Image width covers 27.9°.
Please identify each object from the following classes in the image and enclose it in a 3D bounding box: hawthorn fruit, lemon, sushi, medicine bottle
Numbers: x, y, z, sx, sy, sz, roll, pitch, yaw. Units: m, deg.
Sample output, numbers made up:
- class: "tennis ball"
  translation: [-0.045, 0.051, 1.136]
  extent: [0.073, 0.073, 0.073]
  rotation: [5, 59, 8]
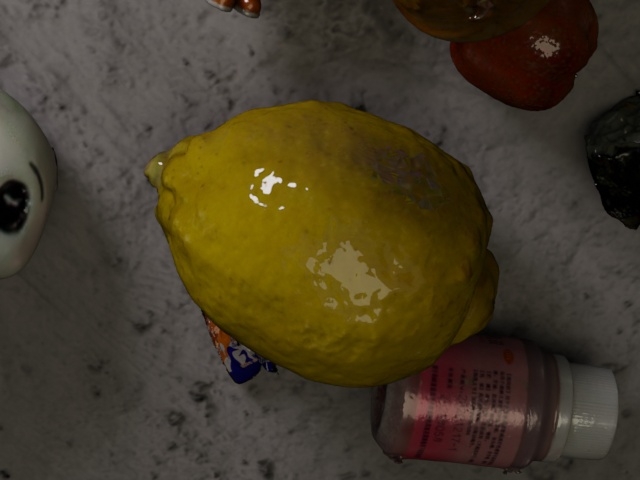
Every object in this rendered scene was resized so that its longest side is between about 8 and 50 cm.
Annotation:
- class: "hawthorn fruit"
  translation: [0.192, -0.193, 1.236]
  extent: [0.138, 0.133, 0.133]
  rotation: [29, 109, 3]
- class: "lemon"
  translation: [0.007, 0.004, 1.235]
  extent: [0.316, 0.285, 0.285]
  rotation: [-1, 114, 20]
- class: "sushi"
  translation: [0.375, -0.097, 1.281]
  extent: [0.212, 0.147, 0.115]
  rotation: [-20, 119, 24]
- class: "medicine bottle"
  translation: [0.183, 0.171, 1.370]
  extent: [0.247, 0.147, 0.147]
  rotation: [7, 112, -6]

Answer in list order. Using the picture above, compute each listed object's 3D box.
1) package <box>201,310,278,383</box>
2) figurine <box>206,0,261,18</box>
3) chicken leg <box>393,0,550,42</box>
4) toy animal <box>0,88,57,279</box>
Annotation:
- class: "package"
  translation: [-0.082, 0.099, 1.389]
  extent: [0.077, 0.033, 0.111]
  rotation: [-12, 99, 27]
- class: "figurine"
  translation: [-0.037, -0.336, 1.163]
  extent: [0.143, 0.143, 0.271]
  rotation: [11, 101, -7]
- class: "chicken leg"
  translation: [0.194, -0.365, 1.068]
  extent: [0.409, 0.182, 0.295]
  rotation: [-29, 99, 20]
- class: "toy animal"
  translation: [-0.379, -0.030, 1.226]
  extent: [0.266, 0.212, 0.212]
  rotation: [-40, 108, 13]
